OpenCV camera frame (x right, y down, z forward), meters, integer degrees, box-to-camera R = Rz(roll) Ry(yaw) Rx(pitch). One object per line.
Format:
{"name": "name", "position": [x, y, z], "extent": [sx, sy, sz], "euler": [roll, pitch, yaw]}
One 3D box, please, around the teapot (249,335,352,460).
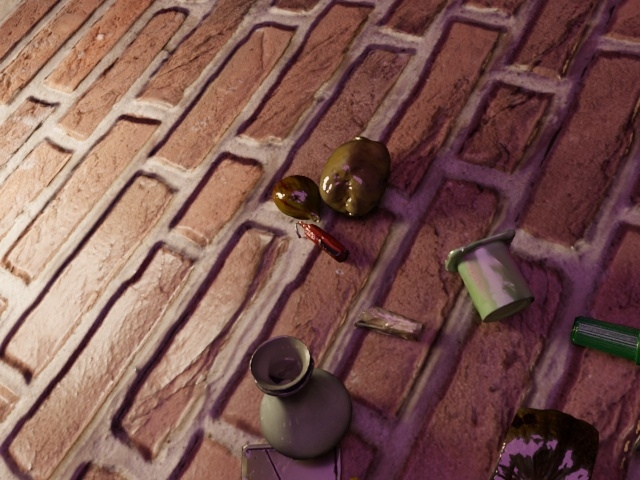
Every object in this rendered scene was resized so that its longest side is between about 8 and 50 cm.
{"name": "teapot", "position": [-0.043, 0.285, 1.052], "extent": [0.184, 0.250, 0.183], "euler": [-8, 47, 8]}

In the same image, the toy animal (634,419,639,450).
{"name": "toy animal", "position": [0.644, 0.359, 0.922], "extent": [0.236, 0.138, 0.108], "euler": [30, 38, 31]}

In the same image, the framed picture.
{"name": "framed picture", "position": [-0.056, 0.520, 1.063], "extent": [0.209, 0.019, 0.281], "euler": [-6, 59, 11]}

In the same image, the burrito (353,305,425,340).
{"name": "burrito", "position": [0.147, 0.174, 1.200], "extent": [0.149, 0.041, 0.055], "euler": [12, 78, 21]}

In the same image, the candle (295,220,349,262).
{"name": "candle", "position": [0.000, 0.000, 1.344], "extent": [0.053, 0.048, 0.162], "euler": [-22, 49, -42]}

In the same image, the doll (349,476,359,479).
{"name": "doll", "position": [0.064, 0.535, 0.972], "extent": [0.135, 0.098, 0.241], "euler": [9, 54, 6]}

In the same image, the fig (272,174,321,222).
{"name": "fig", "position": [-0.046, -0.091, 1.367], "extent": [0.109, 0.103, 0.154], "euler": [-41, 55, 13]}

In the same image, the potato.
{"name": "potato", "position": [0.084, -0.155, 1.359], "extent": [0.155, 0.137, 0.200], "euler": [24, 66, -6]}

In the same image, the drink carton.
{"name": "drink carton", "position": [0.351, 0.082, 1.156], "extent": [0.146, 0.144, 0.142], "euler": [-22, 67, 1]}

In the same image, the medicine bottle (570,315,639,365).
{"name": "medicine bottle", "position": [0.626, 0.203, 1.043], "extent": [0.309, 0.076, 0.111], "euler": [15, 59, 21]}

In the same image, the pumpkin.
{"name": "pumpkin", "position": [0.338, 0.416, 0.906], "extent": [0.139, 0.221, 0.317], "euler": [21, 67, 25]}
